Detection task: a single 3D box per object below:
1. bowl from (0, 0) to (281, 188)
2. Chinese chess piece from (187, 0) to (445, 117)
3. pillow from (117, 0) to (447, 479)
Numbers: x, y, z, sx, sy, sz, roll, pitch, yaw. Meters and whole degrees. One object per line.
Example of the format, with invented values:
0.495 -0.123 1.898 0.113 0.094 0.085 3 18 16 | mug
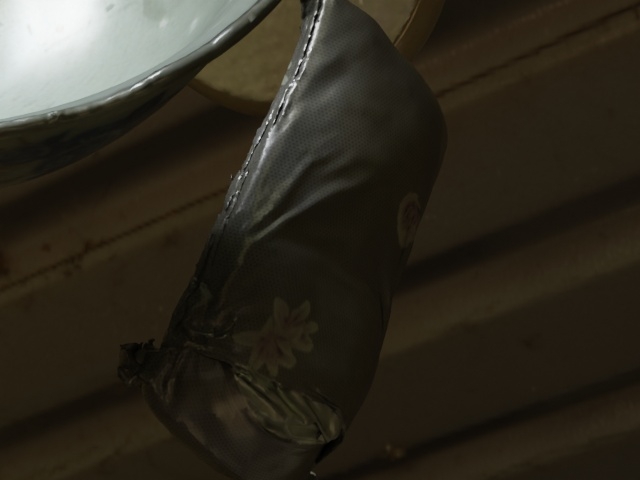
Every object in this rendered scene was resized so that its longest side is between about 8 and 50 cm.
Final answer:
-0.158 -0.112 0.490 0.313 0.313 0.146 6 -38 -8 | bowl
-0.028 -0.232 1.017 0.273 0.102 0.273 1 -82 10 | Chinese chess piece
0.000 0.000 0.645 0.059 0.255 0.169 2 -28 40 | pillow
